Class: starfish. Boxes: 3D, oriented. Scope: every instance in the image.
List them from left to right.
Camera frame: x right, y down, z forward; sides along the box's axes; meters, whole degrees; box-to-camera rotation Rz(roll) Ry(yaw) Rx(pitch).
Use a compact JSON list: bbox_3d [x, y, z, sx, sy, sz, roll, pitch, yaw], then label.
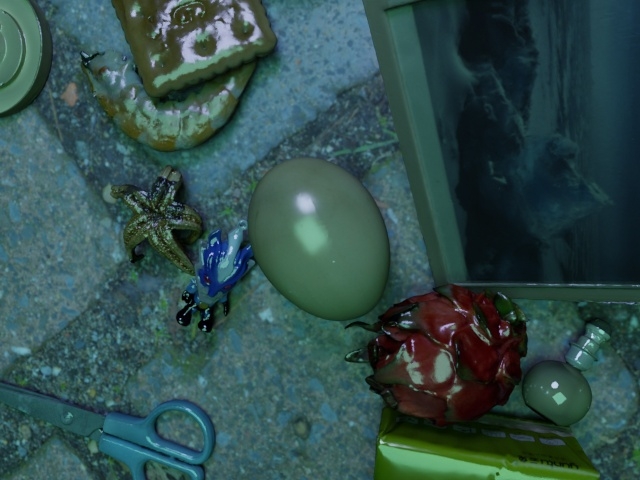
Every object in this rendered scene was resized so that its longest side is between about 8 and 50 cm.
[{"bbox_3d":[-0.259,-0.020,0.862,0.146,0.074,0.190,-25,92,6],"label":"starfish"}]

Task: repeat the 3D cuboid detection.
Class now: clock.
[{"bbox_3d":[-0.565,-0.326,0.910,0.234,0.029,0.235,1,95,11],"label":"clock"}]

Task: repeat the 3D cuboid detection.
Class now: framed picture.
[{"bbox_3d":[0.253,-0.097,0.624,0.325,0.028,0.447,-2,126,28],"label":"framed picture"}]

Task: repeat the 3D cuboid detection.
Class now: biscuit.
[{"bbox_3d":[-0.216,-0.392,0.803,0.217,0.044,0.325,-21,86,2],"label":"biscuit"}]

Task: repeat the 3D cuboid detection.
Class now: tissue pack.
[{"bbox_3d":[0.210,0.355,0.754,0.274,0.167,0.201,6,99,9],"label":"tissue pack"}]

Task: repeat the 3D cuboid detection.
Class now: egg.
[{"bbox_3d":[0.000,0.000,0.754,0.185,0.186,0.242,-25,96,12],"label":"egg"}]

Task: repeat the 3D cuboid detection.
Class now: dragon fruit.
[{"bbox_3d":[0.155,0.156,0.738,0.273,0.192,0.193,-24,101,27],"label":"dragon fruit"}]

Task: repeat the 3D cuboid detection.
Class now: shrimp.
[{"bbox_3d":[-0.223,-0.233,0.835,0.286,0.068,0.186,-14,91,11],"label":"shrimp"}]

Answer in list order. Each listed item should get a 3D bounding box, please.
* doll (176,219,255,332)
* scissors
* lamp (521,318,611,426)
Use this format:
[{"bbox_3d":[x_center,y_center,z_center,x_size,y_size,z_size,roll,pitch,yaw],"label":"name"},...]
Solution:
[{"bbox_3d":[-0.162,0.052,0.852,0.095,0.070,0.195,23,103,-23],"label":"doll"},{"bbox_3d":[-0.401,0.319,0.935,0.446,0.029,0.193,16,97,8],"label":"scissors"},{"bbox_3d":[0.357,0.180,0.762,0.091,0.091,0.163,36,87,6],"label":"lamp"}]
